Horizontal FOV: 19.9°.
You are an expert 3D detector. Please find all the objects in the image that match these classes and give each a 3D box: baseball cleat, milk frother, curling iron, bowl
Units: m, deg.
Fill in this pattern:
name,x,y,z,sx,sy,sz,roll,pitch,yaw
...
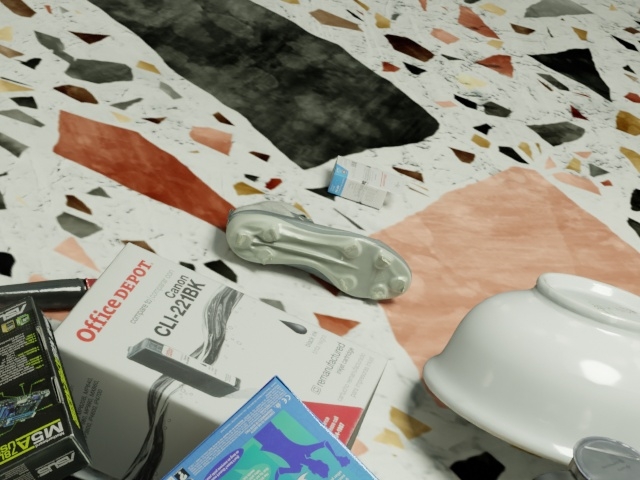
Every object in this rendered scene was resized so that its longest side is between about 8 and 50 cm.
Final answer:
name,x,y,z,sx,sy,sz,roll,pitch,yaw
baseball cleat,0.000,0.000,1.964,0.205,0.072,0.109,19,23,-11
milk frother,0.242,0.273,1.604,0.129,0.135,0.143,-12,44,-43
curling iron,-0.217,0.057,1.769,0.274,0.035,0.068,5,33,-26
bowl,0.260,0.118,1.789,0.297,0.134,0.298,17,13,-4

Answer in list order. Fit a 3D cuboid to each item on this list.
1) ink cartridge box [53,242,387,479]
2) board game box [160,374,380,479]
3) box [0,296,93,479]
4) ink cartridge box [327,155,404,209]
name,x,y,z,sx,sy,sz,roll,pitch,yaw
ink cartridge box,-0.102,0.137,1.630,0.272,0.114,0.197,23,31,5
board game box,-0.021,0.237,1.462,0.160,0.047,0.210,-41,75,-16
box,-0.291,0.150,1.462,0.190,0.045,0.184,-27,42,-2
ink cartridge box,0.054,-0.065,2.143,0.083,0.028,0.048,19,30,-4
